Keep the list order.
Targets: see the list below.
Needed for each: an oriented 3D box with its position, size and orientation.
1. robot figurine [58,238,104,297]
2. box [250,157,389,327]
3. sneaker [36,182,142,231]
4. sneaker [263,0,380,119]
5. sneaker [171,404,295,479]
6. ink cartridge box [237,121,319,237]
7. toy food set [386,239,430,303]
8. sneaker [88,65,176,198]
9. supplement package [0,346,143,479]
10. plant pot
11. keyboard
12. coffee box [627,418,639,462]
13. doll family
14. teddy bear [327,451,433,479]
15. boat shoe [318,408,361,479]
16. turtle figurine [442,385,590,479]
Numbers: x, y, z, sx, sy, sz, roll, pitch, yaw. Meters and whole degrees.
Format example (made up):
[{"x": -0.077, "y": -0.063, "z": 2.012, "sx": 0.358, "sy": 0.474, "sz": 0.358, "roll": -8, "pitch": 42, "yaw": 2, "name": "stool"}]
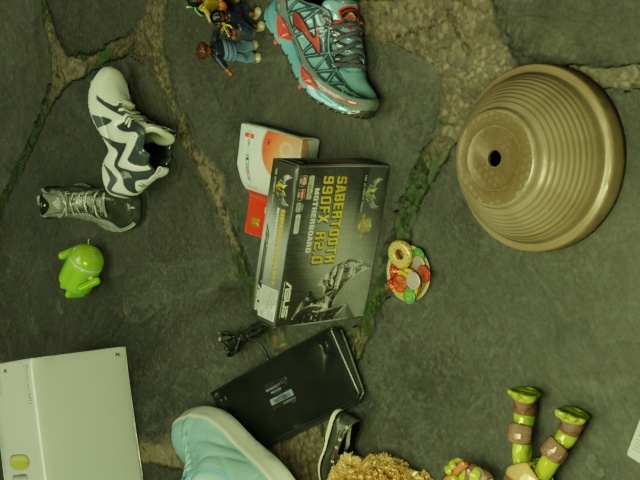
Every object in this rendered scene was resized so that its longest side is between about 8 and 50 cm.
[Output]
[{"x": -0.441, "y": 0.054, "z": 2.206, "sx": 0.101, "sy": 0.067, "sz": 0.115, "roll": 55, "pitch": 128, "yaw": 33, "name": "robot figurine"}, {"x": 0.000, "y": 0.000, "z": 1.679, "sx": 0.056, "sy": 0.183, "sz": 0.231, "roll": 22, "pitch": 107, "yaw": 43, "name": "box"}, {"x": -0.431, "y": -0.058, "z": 2.142, "sx": 0.229, "sy": 0.132, "sz": 0.086, "roll": 5, "pitch": 97, "yaw": 45, "name": "sneaker"}, {"x": 0.012, "y": -0.286, "z": 1.705, "sx": 0.125, "sy": 0.104, "sz": 0.262, "roll": -52, "pitch": 58, "yaw": 32, "name": "sneaker"}, {"x": -0.173, "y": 0.363, "z": 1.857, "sx": 0.366, "sy": 0.150, "sz": 0.135, "roll": 17, "pitch": 123, "yaw": 57, "name": "sneaker"}, {"x": -0.075, "y": -0.084, "z": 1.848, "sx": 0.145, "sy": 0.045, "sz": 0.179, "roll": 19, "pitch": 104, "yaw": 43, "name": "ink cartridge box"}, {"x": 0.122, "y": 0.045, "z": 1.673, "sx": 0.082, "sy": 0.020, "sz": 0.083, "roll": 32, "pitch": 114, "yaw": 39, "name": "toy food set"}, {"x": -0.311, "y": -0.201, "z": 2.047, "sx": 0.153, "sy": 0.094, "sz": 0.235, "roll": -16, "pitch": 72, "yaw": 35, "name": "sneaker"}, {"x": -0.454, "y": 0.334, "z": 2.141, "sx": 0.145, "sy": 0.204, "sz": 0.261, "roll": -14, "pitch": 82, "yaw": 44, "name": "supplement package"}, {"x": 0.246, "y": -0.103, "z": 1.477, "sx": 0.237, "sy": 0.110, "sz": 0.237, "roll": 2, "pitch": 93, "yaw": 45, "name": "plant pot"}, {"x": -0.067, "y": 0.206, "z": 1.867, "sx": 0.317, "sy": 0.033, "sz": 0.201, "roll": -32, "pitch": 78, "yaw": 41, "name": "keyboard"}, {"x": 0.440, "y": 0.136, "z": 1.275, "sx": 0.098, "sy": 0.141, "sz": 0.246, "roll": 31, "pitch": 114, "yaw": 40, "name": "coffee box"}, {"x": -0.156, "y": -0.350, "z": 1.861, "sx": 0.076, "sy": 0.111, "sz": 0.193, "roll": -40, "pitch": 66, "yaw": 39, "name": "doll family"}, {"x": 0.063, "y": 0.473, "z": 1.700, "sx": 0.245, "sy": 0.113, "sz": 0.338, "roll": 39, "pitch": 120, "yaw": 34, "name": "teddy bear"}, {"x": 0.029, "y": 0.315, "z": 1.764, "sx": 0.042, "sy": 0.049, "sz": 0.133, "roll": 25, "pitch": 113, "yaw": 37, "name": "boat shoe"}, {"x": 0.270, "y": 0.307, "z": 1.496, "sx": 0.269, "sy": 0.087, "sz": 0.217, "roll": 27, "pitch": 104, "yaw": 50, "name": "turtle figurine"}]
